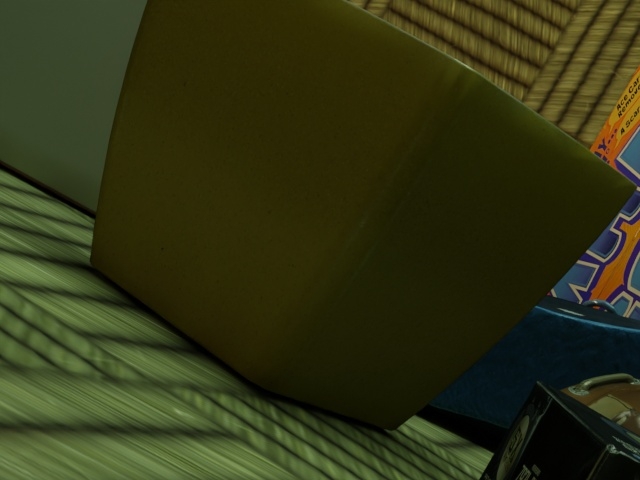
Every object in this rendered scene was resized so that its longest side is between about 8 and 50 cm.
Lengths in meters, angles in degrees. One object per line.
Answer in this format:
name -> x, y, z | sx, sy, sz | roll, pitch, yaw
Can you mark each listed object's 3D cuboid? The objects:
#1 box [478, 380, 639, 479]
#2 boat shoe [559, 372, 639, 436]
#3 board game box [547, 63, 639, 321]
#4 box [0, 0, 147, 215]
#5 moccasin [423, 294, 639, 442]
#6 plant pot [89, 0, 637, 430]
box -> 0.169, 0.150, 0.825 | 0.180, 0.078, 0.147 | 30, 3, -6
boat shoe -> 0.206, 0.131, 1.084 | 0.120, 0.123, 0.324 | 28, 2, 26
board game box -> 0.451, 0.078, 1.881 | 0.356, 0.357, 0.356 | 29, 4, -24
box -> -0.183, -0.142, 1.326 | 0.215, 0.168, 0.345 | 29, 3, -18
moccasin -> 0.162, 0.084, 1.250 | 0.342, 0.138, 0.117 | 29, -1, -29
plant pot -> 0.005, -0.020, 0.982 | 0.212, 0.187, 0.212 | 32, 4, 35
